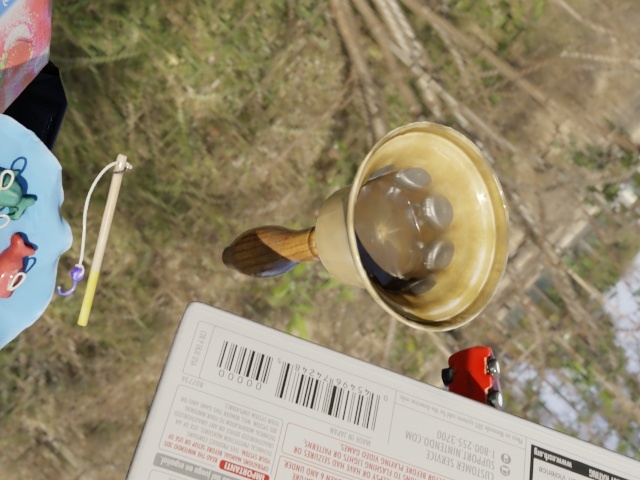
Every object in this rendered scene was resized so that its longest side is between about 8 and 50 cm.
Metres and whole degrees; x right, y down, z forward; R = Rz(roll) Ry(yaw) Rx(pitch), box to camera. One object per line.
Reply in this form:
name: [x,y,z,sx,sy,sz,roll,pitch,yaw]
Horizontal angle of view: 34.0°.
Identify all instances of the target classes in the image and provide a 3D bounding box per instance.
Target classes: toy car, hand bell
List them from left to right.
hand bell: [0.000,0.000,0.721,0.126,0.126,0.242,-42,-161,-30]
toy car: [0.137,0.234,1.039,0.225,0.053,0.239,-35,-143,-6]

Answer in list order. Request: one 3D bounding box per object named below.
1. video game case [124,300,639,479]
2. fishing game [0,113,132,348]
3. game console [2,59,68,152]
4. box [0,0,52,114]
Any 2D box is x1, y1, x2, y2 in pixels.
video game case: [0.044,0.208,0.545,0.036,0.329,0.300,120,-13,-49]
fishing game: [-0.234,0.009,0.681,0.264,0.041,0.189,10,100,-54]
game console: [-0.447,-0.132,1.045,0.044,0.361,0.213,-101,-148,-45]
box: [-0.291,-0.227,0.755,0.300,0.154,0.142,112,4,-49]
